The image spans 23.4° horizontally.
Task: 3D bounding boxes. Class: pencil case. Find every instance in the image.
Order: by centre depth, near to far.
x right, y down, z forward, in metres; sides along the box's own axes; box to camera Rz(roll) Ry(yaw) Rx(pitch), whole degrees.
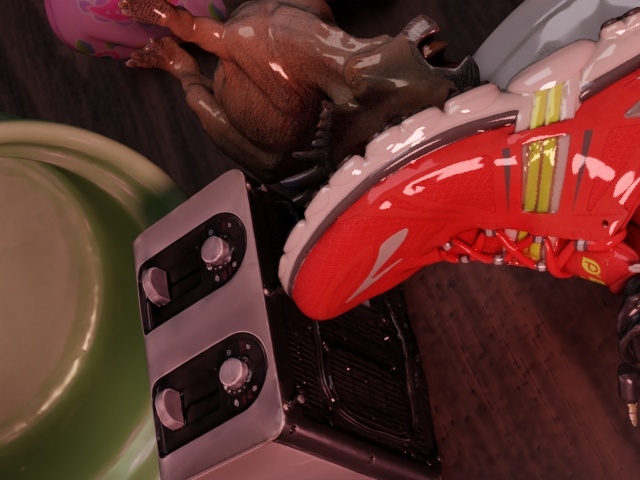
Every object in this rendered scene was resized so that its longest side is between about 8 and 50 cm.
[{"bbox_3d":[-0.078,-0.214,1.161,0.284,0.124,0.124,-10,57,36],"label":"pencil case"}]

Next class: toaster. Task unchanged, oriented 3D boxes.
[{"bbox_3d":[-0.017,0.071,0.890,0.110,0.185,0.168,-28,56,27],"label":"toaster"}]

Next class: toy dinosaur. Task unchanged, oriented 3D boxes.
[{"bbox_3d":[-0.021,-0.087,0.995,0.127,0.200,0.296,-39,-1,-12],"label":"toy dinosaur"}]

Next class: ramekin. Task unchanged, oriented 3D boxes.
[{"bbox_3d":[-0.221,0.059,0.979,0.303,0.303,0.148,-57,35,-5],"label":"ramekin"}]

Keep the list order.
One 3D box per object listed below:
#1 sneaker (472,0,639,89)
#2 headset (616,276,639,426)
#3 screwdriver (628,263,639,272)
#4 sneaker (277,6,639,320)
[{"bbox_3d":[0.208,-0.085,0.840,0.292,0.108,0.169,-32,44,19],"label":"sneaker"},{"bbox_3d":[0.248,0.145,0.598,0.243,0.185,0.394,-46,27,7],"label":"headset"},{"bbox_3d":[0.226,0.012,0.740,0.025,0.169,0.024,-139,49,-63],"label":"screwdriver"},{"bbox_3d":[0.108,-0.020,0.760,0.279,0.107,0.118,-28,75,11],"label":"sneaker"}]
